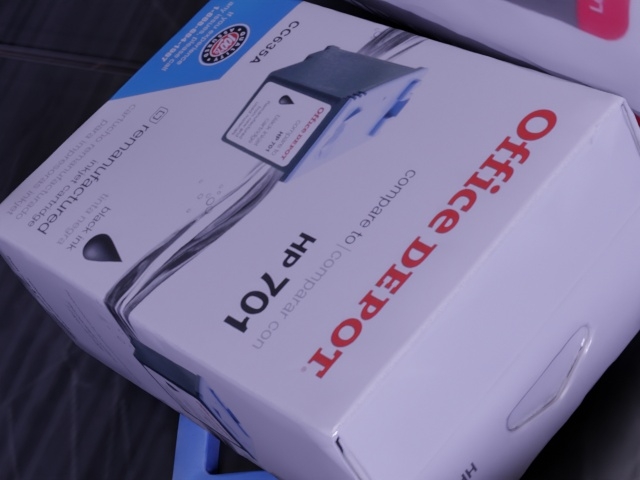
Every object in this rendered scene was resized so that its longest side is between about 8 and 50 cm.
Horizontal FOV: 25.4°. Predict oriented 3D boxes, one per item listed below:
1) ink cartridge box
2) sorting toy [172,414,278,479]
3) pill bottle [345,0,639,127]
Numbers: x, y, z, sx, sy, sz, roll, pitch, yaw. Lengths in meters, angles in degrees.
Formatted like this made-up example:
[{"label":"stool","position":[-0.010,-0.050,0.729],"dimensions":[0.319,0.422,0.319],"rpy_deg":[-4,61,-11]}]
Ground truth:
[{"label":"ink cartridge box","position":[0.000,0.000,0.480],"dimensions":[0.191,0.082,0.139],"rpy_deg":[24,65,45]},{"label":"sorting toy","position":[-0.043,0.187,0.442],"dimensions":[0.196,0.047,0.347],"rpy_deg":[5,66,30]},{"label":"pill bottle","position":[0.055,-0.162,0.508],"dimensions":[0.318,0.176,0.176],"rpy_deg":[31,80,37]}]
